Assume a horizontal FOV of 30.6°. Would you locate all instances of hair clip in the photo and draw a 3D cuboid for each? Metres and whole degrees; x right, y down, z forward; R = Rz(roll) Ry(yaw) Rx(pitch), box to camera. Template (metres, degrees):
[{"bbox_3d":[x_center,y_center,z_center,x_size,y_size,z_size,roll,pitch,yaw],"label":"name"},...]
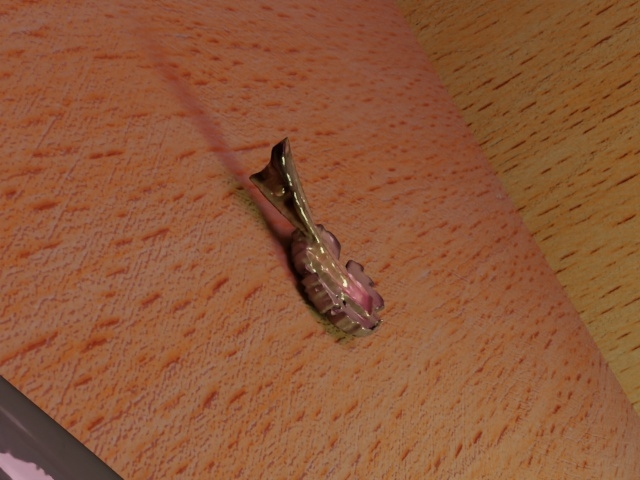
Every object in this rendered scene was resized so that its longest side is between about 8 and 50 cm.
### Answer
[{"bbox_3d":[-0.007,0.001,1.531,0.300,0.069,0.173,60,20,-27],"label":"hair clip"}]

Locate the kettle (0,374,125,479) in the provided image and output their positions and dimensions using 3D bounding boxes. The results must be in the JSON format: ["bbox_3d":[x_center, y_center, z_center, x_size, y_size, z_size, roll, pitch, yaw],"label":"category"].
[{"bbox_3d":[-0.203,0.207,0.735,0.243,0.160,0.210,48,39,-8],"label":"kettle"}]
